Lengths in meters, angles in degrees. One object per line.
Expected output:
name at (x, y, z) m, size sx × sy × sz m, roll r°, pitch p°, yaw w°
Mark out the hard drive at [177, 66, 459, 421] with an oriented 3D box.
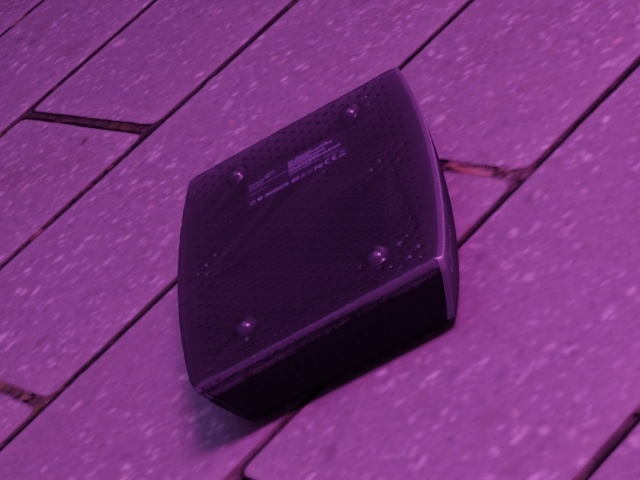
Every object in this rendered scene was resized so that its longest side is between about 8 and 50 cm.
hard drive at (0.000, 0.000, 1.161) m, size 0.172 × 0.054 × 0.255 m, roll -29°, pitch 26°, yaw 10°
